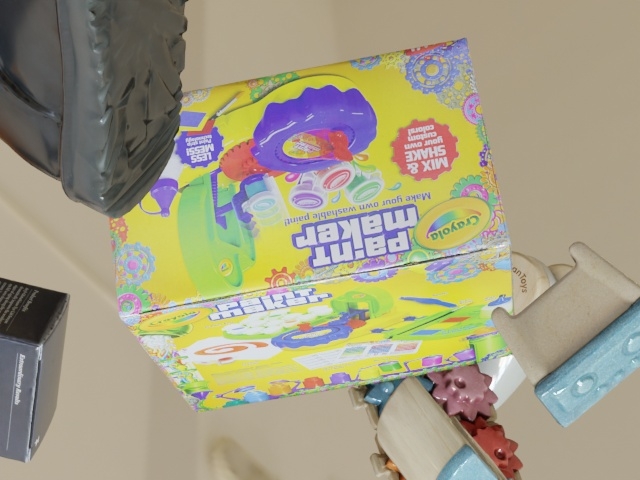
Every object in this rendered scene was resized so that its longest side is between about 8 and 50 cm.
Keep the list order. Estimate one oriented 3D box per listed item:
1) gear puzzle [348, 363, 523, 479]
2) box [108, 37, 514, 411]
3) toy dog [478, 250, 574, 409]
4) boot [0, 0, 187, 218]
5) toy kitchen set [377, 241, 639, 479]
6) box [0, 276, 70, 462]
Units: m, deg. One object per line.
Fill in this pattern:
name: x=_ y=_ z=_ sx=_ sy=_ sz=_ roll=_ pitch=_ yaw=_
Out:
gear puzzle: x=0.150 y=0.257 z=1.666 sx=0.044 sy=0.175 sz=0.339 roll=-56 pitch=-137 yaw=45
box: x=0.000 y=0.000 z=1.323 sx=0.290 sy=0.279 sz=0.177 roll=-10 pitch=-111 yaw=3
toy dog: x=0.163 y=0.127 z=1.888 sx=0.334 sy=0.220 sz=0.161 roll=-46 pitch=-126 yaw=-7
boot: x=-0.157 y=-0.138 z=0.702 sx=0.207 sy=0.246 sz=0.094 roll=26 pitch=-132 yaw=14
toy kitchen set: x=0.153 y=0.130 z=0.931 sx=0.166 sy=0.207 sz=0.122 roll=-40 pitch=-129 yaw=1
box: x=-0.374 y=0.119 z=1.681 sx=0.108 sy=0.207 sz=0.153 roll=-74 pitch=177 yaw=-61
